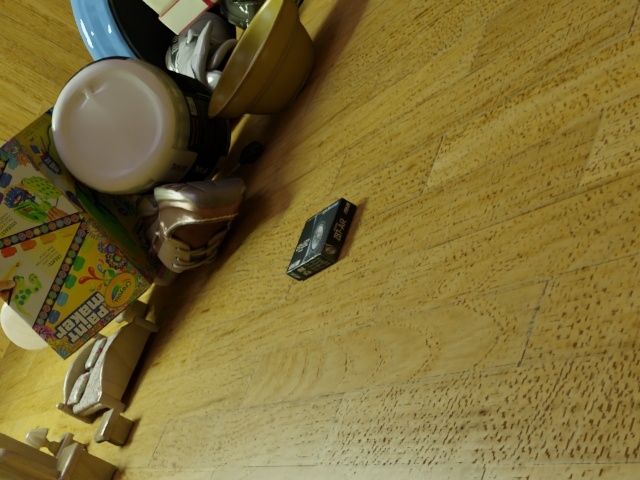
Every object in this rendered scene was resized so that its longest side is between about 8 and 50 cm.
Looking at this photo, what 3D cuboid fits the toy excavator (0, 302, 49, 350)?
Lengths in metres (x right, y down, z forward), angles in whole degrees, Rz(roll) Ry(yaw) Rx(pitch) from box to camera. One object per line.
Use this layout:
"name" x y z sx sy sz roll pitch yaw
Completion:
"toy excavator" -0.467 -0.028 2.254 0.433 0.445 0.222 -15 19 -1

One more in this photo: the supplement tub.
"supplement tub" -0.250 -0.162 1.698 0.193 0.194 0.316 -59 -10 8

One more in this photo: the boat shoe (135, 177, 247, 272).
"boat shoe" -0.169 -0.018 1.533 0.324 0.123 0.116 171 92 -74

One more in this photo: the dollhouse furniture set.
"dollhouse furniture set" -0.354 0.181 1.626 0.303 0.174 0.355 -30 35 60

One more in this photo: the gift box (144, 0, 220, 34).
"gift box" -0.213 -0.542 1.931 0.255 0.258 0.276 -33 29 32

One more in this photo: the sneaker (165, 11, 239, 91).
"sneaker" -0.179 -0.314 1.992 0.210 0.137 0.365 -44 28 41

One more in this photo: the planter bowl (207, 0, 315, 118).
"planter bowl" -0.069 -0.247 1.618 0.217 0.090 0.217 -53 17 25

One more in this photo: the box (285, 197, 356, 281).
"box" 0.000 0.000 1.136 0.083 0.018 0.067 -30 35 60

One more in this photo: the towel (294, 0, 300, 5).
"towel" -0.038 -0.465 2.014 0.102 0.021 0.237 -61 16 15

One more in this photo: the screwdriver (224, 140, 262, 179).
"screwdriver" -0.123 -0.109 1.678 0.025 0.024 0.170 -37 1 -31

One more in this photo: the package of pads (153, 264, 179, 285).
"package of pads" -0.236 0.044 1.745 0.050 0.032 0.083 -61 17 -12

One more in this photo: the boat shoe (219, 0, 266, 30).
"boat shoe" -0.145 -0.453 2.151 0.305 0.109 0.091 -122 27 -71

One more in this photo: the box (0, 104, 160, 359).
"box" -0.387 -0.022 1.688 0.177 0.279 0.290 -40 13 10

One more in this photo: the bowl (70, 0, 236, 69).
"bowl" -0.304 -0.443 2.163 0.077 0.391 0.391 -15 43 35
